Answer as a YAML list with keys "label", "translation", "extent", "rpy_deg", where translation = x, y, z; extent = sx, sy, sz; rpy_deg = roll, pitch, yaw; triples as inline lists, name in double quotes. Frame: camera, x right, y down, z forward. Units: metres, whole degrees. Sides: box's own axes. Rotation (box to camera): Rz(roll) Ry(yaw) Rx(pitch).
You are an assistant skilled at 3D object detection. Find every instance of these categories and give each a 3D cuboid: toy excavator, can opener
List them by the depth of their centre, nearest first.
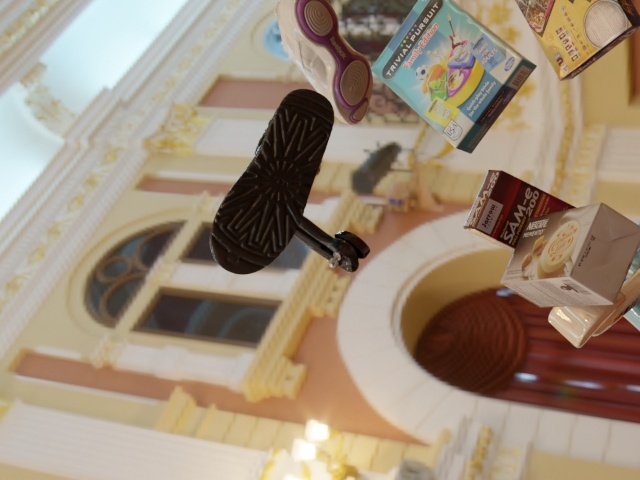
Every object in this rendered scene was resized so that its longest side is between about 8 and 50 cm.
- label: "can opener"
  translation: [0.000, 0.000, 1.934]
  extent: [0.073, 0.186, 0.059]
  rpy_deg: [-35, -33, -52]
- label: "toy excavator"
  translation: [0.643, 0.097, 2.079]
  extent: [0.445, 0.222, 0.433]
  rpy_deg: [-42, -25, -10]

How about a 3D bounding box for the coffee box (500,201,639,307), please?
- label: "coffee box"
  translation: [0.426, 0.030, 1.780]
  extent: [0.141, 0.098, 0.246]
  rpy_deg: [-63, 12, -11]

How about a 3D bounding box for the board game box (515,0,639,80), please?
- label: "board game box"
  translation: [0.412, -0.415, 1.743]
  extent: [0.042, 0.165, 0.243]
  rpy_deg: [-15, -105, -42]

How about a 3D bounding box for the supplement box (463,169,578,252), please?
- label: "supplement box"
  translation: [0.415, -0.032, 2.032]
  extent: [0.130, 0.239, 0.073]
  rpy_deg: [-66, 13, -2]

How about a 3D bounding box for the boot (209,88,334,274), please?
- label: "boot"
  translation: [-0.082, -0.096, 1.830]
  extent: [0.348, 0.131, 0.260]
  rpy_deg: [-60, 6, -6]

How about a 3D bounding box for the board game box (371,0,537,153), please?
- label: "board game box"
  translation: [0.306, -0.408, 2.462]
  extent: [0.079, 0.336, 0.254]
  rpy_deg: [10, -59, -52]

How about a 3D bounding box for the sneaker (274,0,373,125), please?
- label: "sneaker"
  translation: [0.007, -0.378, 2.146]
  extent: [0.114, 0.152, 0.305]
  rpy_deg: [-39, -62, -22]
